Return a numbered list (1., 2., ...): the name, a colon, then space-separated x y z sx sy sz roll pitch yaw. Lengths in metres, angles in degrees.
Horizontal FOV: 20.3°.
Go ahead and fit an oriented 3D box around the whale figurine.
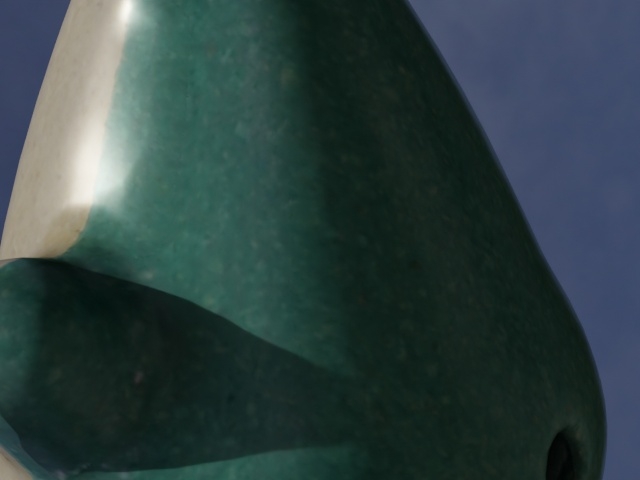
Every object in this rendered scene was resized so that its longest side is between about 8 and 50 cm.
1. whale figurine: 0.000 0.000 0.456 0.216 0.141 0.272 -24 -63 -52
